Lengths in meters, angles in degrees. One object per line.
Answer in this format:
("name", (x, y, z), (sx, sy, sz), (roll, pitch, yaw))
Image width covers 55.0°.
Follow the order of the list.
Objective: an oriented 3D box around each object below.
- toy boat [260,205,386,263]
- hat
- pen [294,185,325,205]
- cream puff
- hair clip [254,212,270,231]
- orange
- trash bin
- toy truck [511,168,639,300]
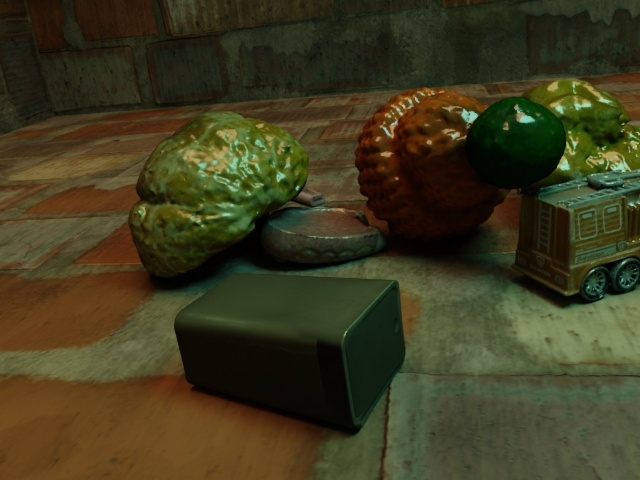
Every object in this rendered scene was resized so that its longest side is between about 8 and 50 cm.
("toy boat", (0.000, 0.000, 1.137), (0.228, 0.084, 0.155), (-2, 27, -21))
("hat", (0.205, -0.137, 1.016), (0.286, 0.285, 0.400), (-8, -2, -4))
("pen", (-0.060, -0.120, 1.493), (0.053, 0.032, 0.197), (-20, 27, -30))
("cream puff", (0.503, -0.179, 1.172), (0.270, 0.274, 0.323), (-9, 23, 19))
("hair clip", (-0.132, -0.092, 1.321), (0.091, 0.137, 0.278), (7, 29, -4))
("orange", (-0.196, -0.107, 1.109), (0.271, 0.210, 0.369), (16, 51, 46))
("trash bin", (-0.035, 0.119, 0.766), (0.241, 0.122, 0.164), (4, 23, 30))
("toy truck", (0.455, -0.028, 0.939), (0.306, 0.162, 0.136), (-13, 22, -18))
